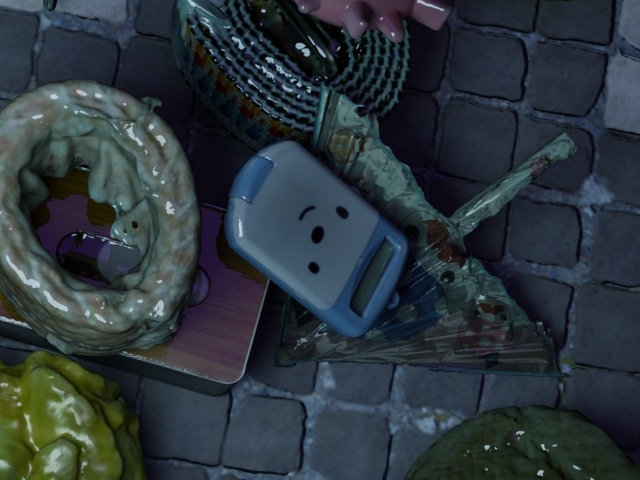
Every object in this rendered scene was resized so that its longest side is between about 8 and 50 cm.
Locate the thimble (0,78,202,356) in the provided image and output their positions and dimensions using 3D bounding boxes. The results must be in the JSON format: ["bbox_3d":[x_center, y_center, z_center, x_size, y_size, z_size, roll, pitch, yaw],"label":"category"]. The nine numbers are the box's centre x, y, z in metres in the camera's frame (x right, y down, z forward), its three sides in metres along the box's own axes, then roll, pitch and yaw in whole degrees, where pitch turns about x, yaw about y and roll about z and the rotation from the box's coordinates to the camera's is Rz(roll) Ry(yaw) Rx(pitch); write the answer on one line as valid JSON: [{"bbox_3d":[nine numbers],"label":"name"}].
[{"bbox_3d":[-0.204,-0.018,1.526,0.196,0.148,0.229,-9,78,-9],"label":"thimble"}]

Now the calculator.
[{"bbox_3d":[0.000,0.000,1.622,0.210,0.039,0.121,40,68,-25],"label":"calculator"}]

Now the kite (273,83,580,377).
[{"bbox_3d":[0.100,0.013,1.703,0.368,0.014,0.406,-37,112,8],"label":"kite"}]

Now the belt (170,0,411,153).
[{"bbox_3d":[-0.030,-0.203,1.726,0.207,0.150,0.257,-37,86,-22],"label":"belt"}]

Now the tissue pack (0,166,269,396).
[{"bbox_3d":[-0.180,0.040,1.661,0.246,0.136,0.159,16,76,-5],"label":"tissue pack"}]

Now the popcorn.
[{"bbox_3d":[-0.269,0.205,1.595,0.233,0.192,0.266,-36,88,17],"label":"popcorn"}]

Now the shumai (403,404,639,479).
[{"bbox_3d":[0.212,0.298,1.679,0.222,0.203,0.272,-41,51,-16],"label":"shumai"}]

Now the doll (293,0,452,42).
[{"bbox_3d":[0.036,-0.272,1.644,0.262,0.093,0.211,-19,68,-37],"label":"doll"}]

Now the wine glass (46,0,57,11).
[{"bbox_3d":[-0.363,-0.306,1.715,0.241,0.126,0.126,14,77,-6],"label":"wine glass"}]
